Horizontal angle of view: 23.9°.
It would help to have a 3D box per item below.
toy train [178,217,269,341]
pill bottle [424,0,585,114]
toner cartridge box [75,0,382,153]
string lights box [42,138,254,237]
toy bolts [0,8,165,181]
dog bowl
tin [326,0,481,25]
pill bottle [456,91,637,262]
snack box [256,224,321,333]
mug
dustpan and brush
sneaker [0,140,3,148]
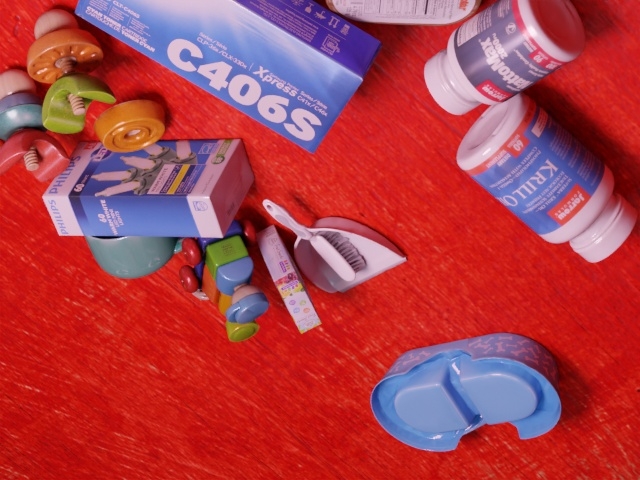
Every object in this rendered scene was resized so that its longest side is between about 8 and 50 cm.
[{"bbox_3d":[-0.134,0.086,2.196,0.105,0.143,0.248,-19,156,-17],"label":"toy train"},{"bbox_3d":[0.215,-0.224,1.807,0.108,0.108,0.180,43,132,-18],"label":"pill bottle"},{"bbox_3d":[-0.115,-0.258,1.841,0.348,0.075,0.165,30,140,-4],"label":"toner cartridge box"},{"bbox_3d":[-0.239,-0.073,2.115,0.260,0.133,0.076,1,130,22],"label":"string lights box"},{"bbox_3d":[-0.349,-0.198,2.084,0.228,0.158,0.218,-32,154,29],"label":"toy bolts"},{"bbox_3d":[0.218,0.220,2.235,0.297,0.074,0.166,-15,123,32],"label":"dog bowl"},{"bbox_3d":[0.098,-0.297,1.797,0.190,0.040,0.106,2,157,0],"label":"tin"},{"bbox_3d":[0.289,-0.075,1.901,0.221,0.124,0.124,38,133,-14],"label":"pill bottle"},{"bbox_3d":[-0.047,0.053,2.149,0.037,0.141,0.100,-27,122,1],"label":"snack box"},{"bbox_3d":[-0.261,-0.002,2.182,0.158,0.129,0.097,26,145,41],"label":"mug"},{"bbox_3d":[0.000,0.000,2.133,0.147,0.060,0.211,-28,115,39],"label":"dustpan and brush"},{"bbox_3d":[-0.531,-0.179,2.192,0.175,0.064,0.067,36,124,-15],"label":"sneaker"}]
